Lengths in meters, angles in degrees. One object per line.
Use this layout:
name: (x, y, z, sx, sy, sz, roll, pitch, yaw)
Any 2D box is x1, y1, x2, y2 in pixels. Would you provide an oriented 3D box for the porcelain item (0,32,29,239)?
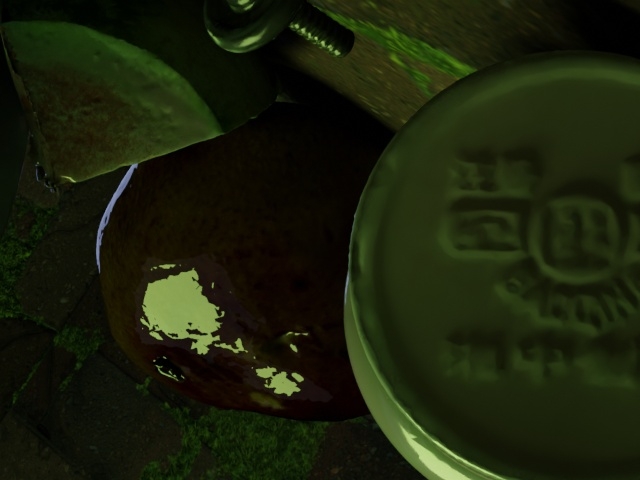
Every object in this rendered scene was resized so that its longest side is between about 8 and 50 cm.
porcelain item: (-0.334, -0.088, 1.021, 0.242, 0.405, 0.178, -5, 146, -4)

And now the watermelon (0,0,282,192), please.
watermelon: (-0.154, -0.129, 1.046, 0.224, 0.180, 0.305, 33, -175, -10)

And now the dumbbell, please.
dumbbell: (-0.072, -0.157, 0.710, 0.254, 0.110, 0.110, 29, 179, -39)

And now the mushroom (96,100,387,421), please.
mushroom: (-0.038, 0.017, 1.266, 0.345, 0.345, 0.260, 34, -147, -20)

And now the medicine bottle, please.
medicine bottle: (0.125, 0.044, 0.735, 0.213, 0.213, 0.379, 32, 176, 11)
